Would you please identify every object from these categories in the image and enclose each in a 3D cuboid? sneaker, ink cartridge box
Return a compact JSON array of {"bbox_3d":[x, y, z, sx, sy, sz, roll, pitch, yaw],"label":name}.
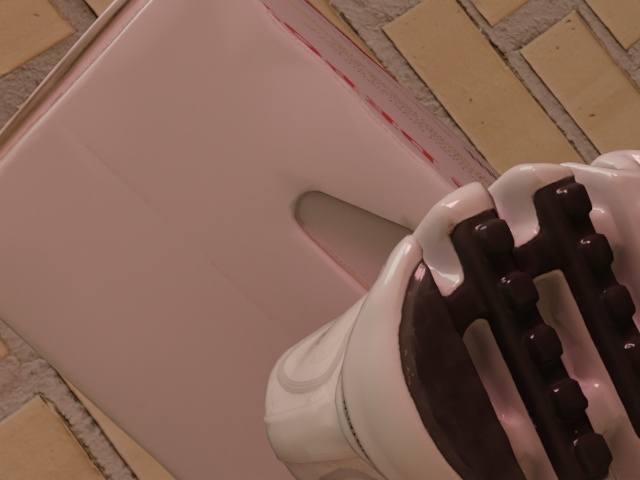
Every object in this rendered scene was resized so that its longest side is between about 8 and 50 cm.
[{"bbox_3d":[0.111,0.014,0.436,0.292,0.110,0.118,-13,-10,-33],"label":"sneaker"},{"bbox_3d":[0.000,0.000,0.686,0.160,0.279,0.384,-46,6,9],"label":"ink cartridge box"}]
